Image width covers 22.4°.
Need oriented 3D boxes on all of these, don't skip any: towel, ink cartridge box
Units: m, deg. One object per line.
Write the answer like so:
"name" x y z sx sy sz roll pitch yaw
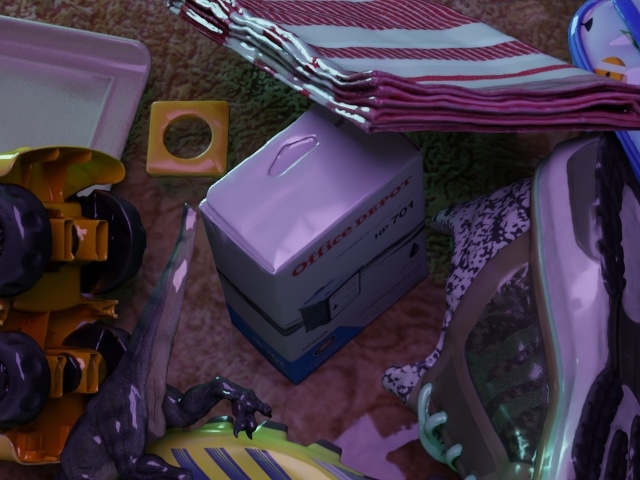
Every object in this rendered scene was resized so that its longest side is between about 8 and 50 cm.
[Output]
"towel" 0.055 -0.141 1.157 0.237 0.037 0.329 -2 22 -30
"ink cartridge box" 0.000 0.000 1.150 0.140 0.190 0.082 -39 68 -15

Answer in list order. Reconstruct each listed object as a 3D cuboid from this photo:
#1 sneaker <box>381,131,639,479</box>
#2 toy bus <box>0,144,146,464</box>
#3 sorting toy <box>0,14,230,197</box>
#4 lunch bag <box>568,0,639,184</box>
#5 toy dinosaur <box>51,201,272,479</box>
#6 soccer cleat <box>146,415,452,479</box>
"sneaker" 0.127 0.121 1.074 0.182 0.158 0.410 -13 49 32
"toy bus" -0.250 0.046 1.170 0.211 0.149 0.220 -1 89 26
"sorting toy" -0.240 -0.078 1.287 0.348 0.047 0.196 11 69 9
"lunch bag" 0.326 -0.075 1.214 0.243 0.115 0.303 -20 63 -4
"toy dinosaur" -0.107 0.120 1.067 0.118 0.064 0.268 32 103 21
"soccer cleat" -0.005 0.204 1.103 0.289 0.093 0.121 15 62 9
